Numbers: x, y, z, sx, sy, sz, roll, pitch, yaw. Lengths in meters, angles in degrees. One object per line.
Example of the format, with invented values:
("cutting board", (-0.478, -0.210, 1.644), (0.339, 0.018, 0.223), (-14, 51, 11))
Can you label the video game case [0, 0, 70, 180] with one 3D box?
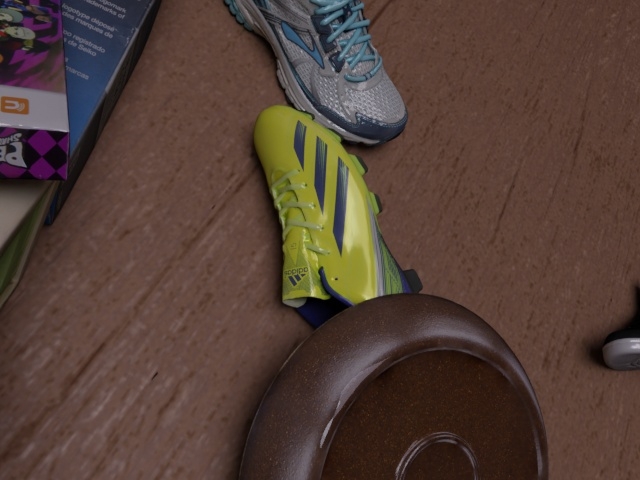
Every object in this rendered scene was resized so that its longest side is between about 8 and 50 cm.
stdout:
("video game case", (-0.259, -0.126, 0.327), (0.210, 0.042, 0.232), (0, 47, -26))

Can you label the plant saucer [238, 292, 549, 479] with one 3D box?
("plant saucer", (0.086, 0.200, 0.482), (0.310, 0.050, 0.311), (2, 86, -28))

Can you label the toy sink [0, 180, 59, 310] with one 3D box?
("toy sink", (-0.259, 0.037, 0.324), (0.131, 0.153, 0.234), (28, 37, -17))

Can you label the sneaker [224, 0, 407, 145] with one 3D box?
("sneaker", (-0.001, -0.227, 0.622), (0.283, 0.122, 0.110), (49, 58, 0))

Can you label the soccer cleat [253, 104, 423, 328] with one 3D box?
("soccer cleat", (0.001, 0.000, 0.547), (0.121, 0.093, 0.289), (-25, 82, -29))

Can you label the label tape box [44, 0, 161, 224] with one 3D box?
("label tape box", (-0.272, -0.212, 0.492), (0.240, 0.106, 0.334), (23, 61, -16))

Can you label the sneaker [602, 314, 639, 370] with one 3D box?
("sneaker", (0.415, 0.098, 0.725), (0.216, 0.079, 0.121), (11, 62, -31))
